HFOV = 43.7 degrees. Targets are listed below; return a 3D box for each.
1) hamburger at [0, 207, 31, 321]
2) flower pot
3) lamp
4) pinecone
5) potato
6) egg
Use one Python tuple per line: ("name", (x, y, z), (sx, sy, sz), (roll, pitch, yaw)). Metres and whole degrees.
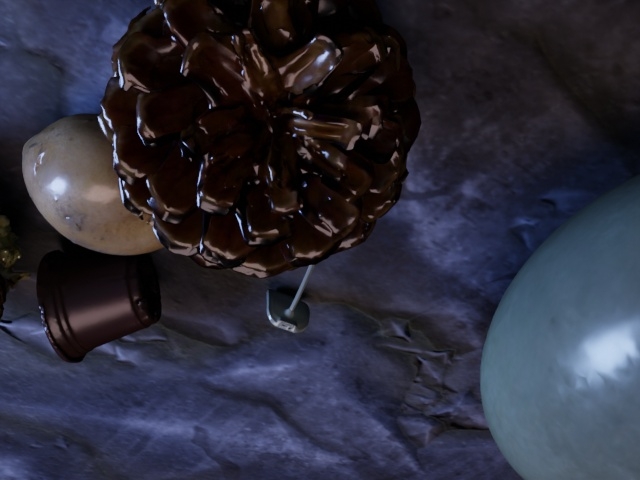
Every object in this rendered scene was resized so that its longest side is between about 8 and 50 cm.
("hamburger", (-0.390, 0.013, 0.700), (0.261, 0.139, 0.243), (11, 134, -5))
("flower pot", (-0.202, 0.055, 0.754), (0.089, 0.111, 0.111), (-11, 134, 3))
("lamp", (0.000, 0.000, 0.726), (0.050, 0.056, 0.198), (20, 123, -12))
("pinecone", (-0.042, -0.079, 0.515), (0.221, 0.222, 0.222), (3, 136, 3))
("potato", (-0.164, -0.048, 0.638), (0.146, 0.112, 0.112), (13, 136, -19))
("egg", (0.273, 0.078, 0.604), (0.258, 0.259, 0.352), (25, 130, -18))
